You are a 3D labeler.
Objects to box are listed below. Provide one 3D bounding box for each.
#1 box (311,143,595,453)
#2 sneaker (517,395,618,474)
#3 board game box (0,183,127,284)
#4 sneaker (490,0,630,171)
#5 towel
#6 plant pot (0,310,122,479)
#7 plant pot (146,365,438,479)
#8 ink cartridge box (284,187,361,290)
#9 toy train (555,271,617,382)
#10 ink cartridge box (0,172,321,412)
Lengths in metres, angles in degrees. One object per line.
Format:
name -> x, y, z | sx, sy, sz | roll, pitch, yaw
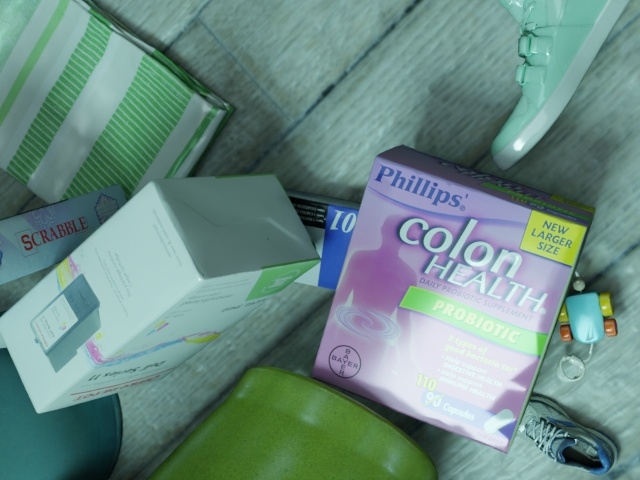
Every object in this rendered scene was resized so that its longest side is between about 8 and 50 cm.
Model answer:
box -> 0.134, 0.054, 1.099 | 0.213, 0.117, 0.243 | 20, 105, 14
sneaker -> 0.254, 0.209, 1.165 | 0.135, 0.058, 0.052 | 22, 105, 14
board game box -> -0.418, 0.038, 1.195 | 0.318, 0.318, 0.066 | -17, 95, 27
sneaker -> 0.203, -0.206, 1.095 | 0.151, 0.094, 0.256 | 30, 96, 5
towel -> -0.290, -0.154, 1.294 | 0.324, 0.038, 0.248 | 37, 108, 9
plant pot -> -0.415, 0.240, 1.281 | 0.271, 0.255, 0.272 | 3, 99, 18
plant pot -> -0.057, 0.335, 1.110 | 0.366, 0.366, 0.353 | 26, 68, 12
ink cartridge box -> 0.000, 0.000, 1.220 | 0.207, 0.046, 0.097 | 11, 103, 16
toy train -> 0.235, 0.065, 1.157 | 0.166, 0.046, 0.125 | 41, 111, 10
ink cartridge box -> -0.197, 0.073, 1.175 | 0.353, 0.207, 0.119 | -37, 74, 31
